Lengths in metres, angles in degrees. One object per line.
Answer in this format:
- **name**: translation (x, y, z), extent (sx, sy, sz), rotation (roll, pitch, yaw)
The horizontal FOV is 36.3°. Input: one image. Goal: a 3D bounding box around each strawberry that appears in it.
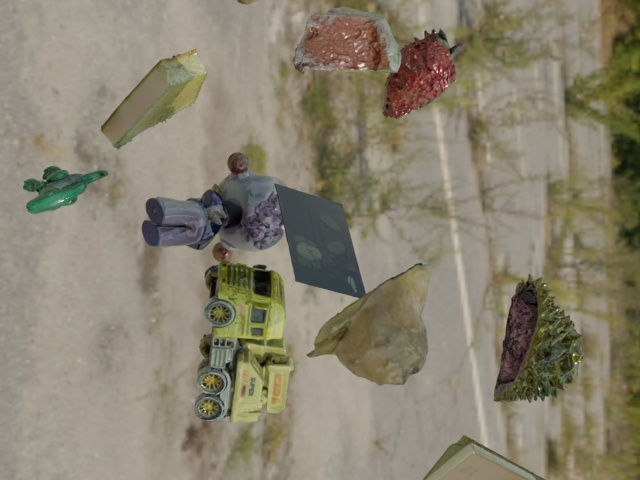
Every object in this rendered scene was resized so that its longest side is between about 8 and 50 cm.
- **strawberry**: translation (0.182, -0.330, 1.894), extent (0.085, 0.192, 0.140), rotation (21, 59, -49)

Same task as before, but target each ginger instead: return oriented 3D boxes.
- **ginger**: translation (0.095, 0.100, 1.181), extent (0.193, 0.122, 0.115), rotation (-37, 158, -32)

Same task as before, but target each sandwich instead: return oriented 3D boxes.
- **sandwich**: translation (-0.291, -0.258, 1.730), extent (0.193, 0.058, 0.162), rotation (-37, 173, -28)

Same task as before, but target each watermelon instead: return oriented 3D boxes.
- **watermelon**: translation (0.018, -0.281, 1.378), extent (0.121, 0.158, 0.098), rotation (-154, -122, -67)

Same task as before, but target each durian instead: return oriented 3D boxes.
- **durian**: translation (0.316, 0.148, 1.330), extent (0.119, 0.108, 0.186), rotation (-166, -92, -80)

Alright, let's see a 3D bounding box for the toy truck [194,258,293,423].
- **toy truck**: translation (-0.119, 0.173, 1.588), extent (0.124, 0.157, 0.272), rotation (-99, -164, -62)

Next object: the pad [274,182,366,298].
- **pad**: translation (0.000, 0.000, 1.444), extent (0.127, 0.004, 0.190), rotation (16, 43, -32)

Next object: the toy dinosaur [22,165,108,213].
- **toy dinosaur**: translation (-0.352, -0.069, 1.342), extent (0.132, 0.096, 0.059), rotation (-29, 113, -32)

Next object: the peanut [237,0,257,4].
- **peanut**: translation (-0.124, -0.405, 1.269), extent (0.085, 0.104, 0.227), rotation (29, 43, -72)

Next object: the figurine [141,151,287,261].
- **figurine**: translation (-0.158, -0.051, 1.623), extent (0.274, 0.133, 0.194), rotation (18, 102, -50)

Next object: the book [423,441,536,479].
- **book**: translation (0.085, 0.233, 0.788), extent (0.118, 0.172, 0.012), rotation (35, 17, -47)

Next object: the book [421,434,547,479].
- **book**: translation (0.208, 0.334, 1.181), extent (0.168, 0.192, 0.013), rotation (-41, 144, -35)
